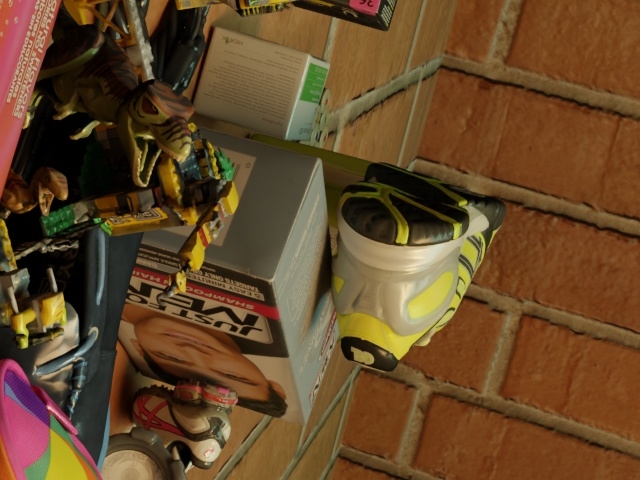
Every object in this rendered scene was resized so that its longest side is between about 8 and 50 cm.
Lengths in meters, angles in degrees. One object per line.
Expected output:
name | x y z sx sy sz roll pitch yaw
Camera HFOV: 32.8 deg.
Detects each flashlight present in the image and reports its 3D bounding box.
flashlight | -0.177 0.251 1.030 0.304 0.103 0.103 112 -38 -69

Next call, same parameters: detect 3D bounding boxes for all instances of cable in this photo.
cable | -0.123 -0.196 0.853 0.150 0.047 0.184 60 51 -68

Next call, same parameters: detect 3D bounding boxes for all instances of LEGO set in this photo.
LEGO set | -0.099 -0.088 0.539 0.331 0.192 0.255 -16 98 -67

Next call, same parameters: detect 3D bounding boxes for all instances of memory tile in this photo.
memory tile | -0.016 -0.135 1.521 0.113 0.012 0.148 93 18 -50

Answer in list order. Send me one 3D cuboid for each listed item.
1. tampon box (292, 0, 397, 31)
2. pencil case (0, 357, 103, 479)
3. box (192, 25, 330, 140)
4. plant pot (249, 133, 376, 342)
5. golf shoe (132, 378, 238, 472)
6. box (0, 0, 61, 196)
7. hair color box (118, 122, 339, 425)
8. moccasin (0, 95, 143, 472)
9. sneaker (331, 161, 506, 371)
tampon box | 0.036 -0.331 1.199 0.101 0.120 0.161 7 100 -79
pencil case | -0.207 0.138 0.458 0.104 0.236 0.104 -25 90 -86
box | -0.057 -0.152 1.068 0.101 0.102 0.087 -21 130 -77
plant pot | 0.000 0.000 1.289 0.207 0.227 0.228 19 87 -72
golf shoe | -0.147 0.187 1.076 0.186 0.067 0.086 -21 -126 60
box | -0.183 0.003 0.316 0.122 0.128 0.257 21 85 -81
hair color box | -0.092 0.039 0.963 0.374 0.185 0.113 82 26 -65
moccasin | -0.199 0.054 0.693 0.117 0.138 0.342 68 26 -66
sneaker | 0.083 0.015 1.054 0.385 0.145 0.147 -20 126 -69
